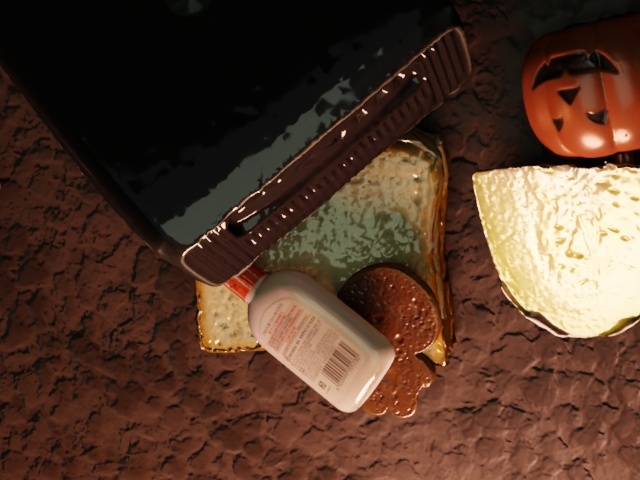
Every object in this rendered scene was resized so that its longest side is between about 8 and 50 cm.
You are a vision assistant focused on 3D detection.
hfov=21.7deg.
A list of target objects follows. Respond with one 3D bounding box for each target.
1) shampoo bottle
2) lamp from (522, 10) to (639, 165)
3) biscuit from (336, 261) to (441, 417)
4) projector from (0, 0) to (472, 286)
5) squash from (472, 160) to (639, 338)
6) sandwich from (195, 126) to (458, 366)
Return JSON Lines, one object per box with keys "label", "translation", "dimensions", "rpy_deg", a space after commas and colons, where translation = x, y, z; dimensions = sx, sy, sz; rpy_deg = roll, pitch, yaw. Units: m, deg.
{"label": "shampoo bottle", "translation": [-0.025, 0.087, 1.815], "dimensions": [0.221, 0.051, 0.108], "rpy_deg": [39, 125, 12]}
{"label": "lamp", "translation": [0.304, -0.153, 1.745], "dimensions": [0.187, 0.187, 0.164], "rpy_deg": [-9, 95, 14]}
{"label": "biscuit", "translation": [0.073, 0.108, 1.826], "dimensions": [0.124, 0.026, 0.175], "rpy_deg": [5, 107, 18]}
{"label": "projector", "translation": [-0.105, -0.217, 1.732], "dimensions": [0.395, 0.242, 0.405], "rpy_deg": [-40, 76, -1]}
{"label": "squash", "translation": [0.293, 0.014, 1.792], "dimensions": [0.237, 0.204, 0.155], "rpy_deg": [3, 77, 23]}
{"label": "sandwich", "translation": [0.000, 0.000, 1.881], "dimensions": [0.301, 0.099, 0.271], "rpy_deg": [2, 101, 13]}
